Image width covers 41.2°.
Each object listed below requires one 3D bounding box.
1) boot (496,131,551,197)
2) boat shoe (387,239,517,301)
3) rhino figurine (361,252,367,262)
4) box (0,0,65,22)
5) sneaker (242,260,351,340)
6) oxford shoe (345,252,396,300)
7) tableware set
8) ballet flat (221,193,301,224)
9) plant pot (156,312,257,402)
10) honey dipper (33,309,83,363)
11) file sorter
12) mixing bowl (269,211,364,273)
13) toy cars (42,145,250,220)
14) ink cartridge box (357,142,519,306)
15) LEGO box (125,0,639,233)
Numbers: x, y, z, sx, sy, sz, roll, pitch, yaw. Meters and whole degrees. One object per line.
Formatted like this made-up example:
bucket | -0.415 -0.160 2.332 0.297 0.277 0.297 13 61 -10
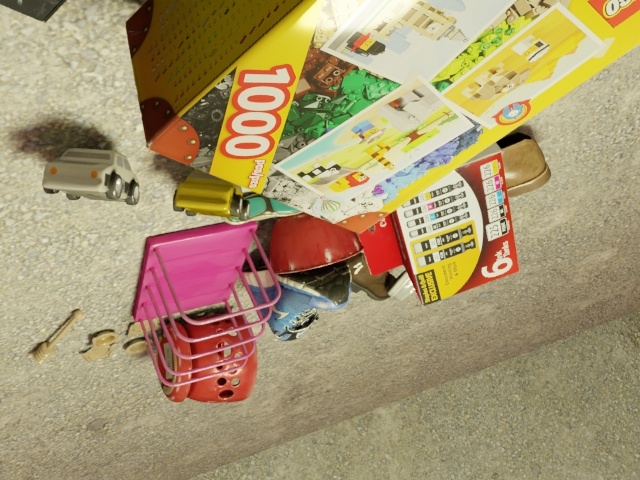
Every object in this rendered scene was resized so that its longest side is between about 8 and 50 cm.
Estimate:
boot | 0.296 -0.122 1.698 0.305 0.112 0.115 -24 125 11
boat shoe | 0.296 0.050 1.920 0.320 0.103 0.118 -32 173 -14
rhino figurine | 0.198 -0.015 1.784 0.243 0.073 0.106 -26 -165 6
box | -0.294 -0.305 0.790 0.147 0.077 0.180 -36 153 24
sneaker | -0.033 0.112 1.606 0.129 0.147 0.330 -18 -173 -26
oxford shoe | 0.128 0.078 1.921 0.096 0.083 0.227 -41 153 17
tableware set | -0.412 0.210 1.763 0.168 0.020 0.141 -13 153 -24
ballet flat | -0.097 -0.064 1.490 0.168 0.057 0.052 -10 179 -21
plant pot | -0.248 0.252 1.804 0.174 0.191 0.191 0 147 -28
honey dipper | -0.496 0.182 1.623 0.160 0.030 0.030 -42 150 28
file sorter | -0.213 0.126 1.585 0.202 0.182 0.291 -12 152 -25
mixing bowl | -0.018 -0.012 1.553 0.181 0.098 0.181 -13 -172 2
toy cars | -0.238 -0.089 1.248 0.176 0.087 0.393 3 177 44
ink cartridge box | 0.204 -0.038 1.575 0.272 0.130 0.309 -21 132 1
LEGO box | 0.090 -0.251 0.943 0.500 0.193 0.372 -35 145 30
